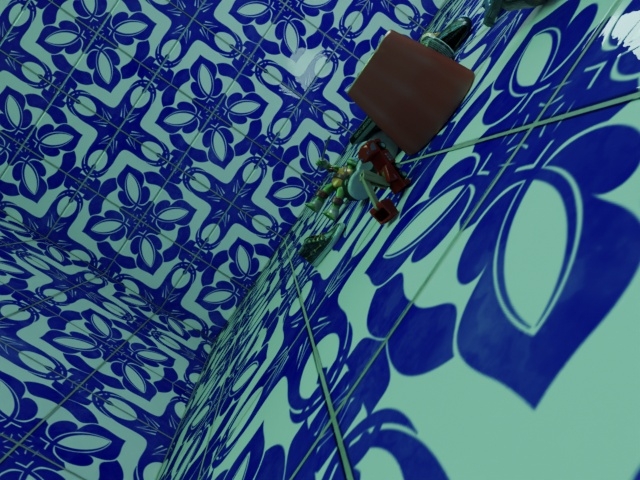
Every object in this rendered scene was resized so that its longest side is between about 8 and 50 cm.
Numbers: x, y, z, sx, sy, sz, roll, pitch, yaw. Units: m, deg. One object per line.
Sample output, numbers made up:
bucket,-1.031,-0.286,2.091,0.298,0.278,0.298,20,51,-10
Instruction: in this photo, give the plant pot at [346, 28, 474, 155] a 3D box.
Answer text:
plant pot,0.221,-0.401,1.200,0.275,0.243,0.275,-55,8,11

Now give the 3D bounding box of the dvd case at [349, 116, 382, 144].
dvd case,0.226,-0.384,1.438,0.239,0.029,0.179,-21,-10,-28

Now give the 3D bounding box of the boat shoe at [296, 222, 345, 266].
boat shoe,0.000,0.000,1.475,0.183,0.083,0.065,-53,8,21

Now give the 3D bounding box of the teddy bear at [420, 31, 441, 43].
teddy bear,0.422,-0.741,1.868,0.338,0.113,0.245,-56,10,-1

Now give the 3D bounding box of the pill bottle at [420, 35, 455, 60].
pill bottle,0.338,-0.560,1.553,0.245,0.130,0.130,-54,8,10

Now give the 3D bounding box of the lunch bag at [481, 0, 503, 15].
lunch bag,0.520,-0.715,1.318,0.098,0.065,0.067,-51,9,34

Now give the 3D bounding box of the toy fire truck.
toy fire truck,0.135,-0.141,1.038,0.135,0.192,0.047,-26,-13,-39

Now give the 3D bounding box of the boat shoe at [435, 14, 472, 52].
boat shoe,0.437,-0.704,1.648,0.258,0.109,0.089,-52,12,41

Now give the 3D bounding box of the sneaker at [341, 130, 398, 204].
sneaker,0.148,-0.233,1.463,0.268,0.101,0.153,-59,9,-18

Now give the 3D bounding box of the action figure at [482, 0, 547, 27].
action figure,0.468,-0.631,0.927,0.341,0.179,0.330,90,-159,-57

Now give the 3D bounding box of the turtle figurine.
turtle figurine,0.052,-0.228,1.694,0.266,0.198,0.275,-60,4,-5
